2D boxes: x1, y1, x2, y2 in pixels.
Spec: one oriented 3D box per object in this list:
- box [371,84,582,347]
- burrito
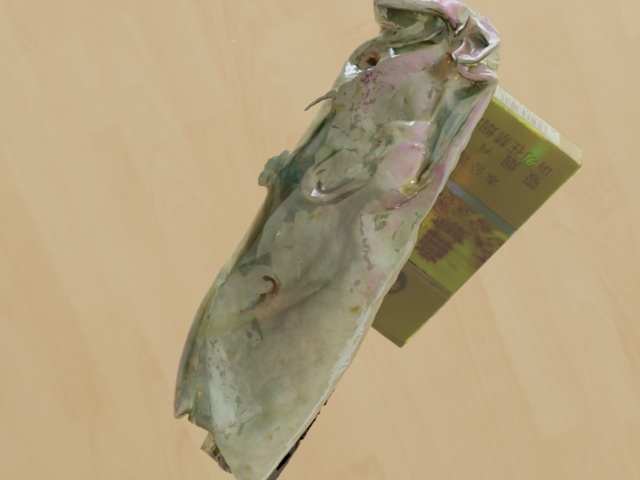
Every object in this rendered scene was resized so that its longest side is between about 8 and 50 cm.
[{"bbox_3d":[0.066,-0.026,0.809,0.121,0.030,0.193,36,120,-7],"label":"box"},{"bbox_3d":[0.003,0.002,0.672,0.096,0.066,0.309,33,105,22],"label":"burrito"}]
